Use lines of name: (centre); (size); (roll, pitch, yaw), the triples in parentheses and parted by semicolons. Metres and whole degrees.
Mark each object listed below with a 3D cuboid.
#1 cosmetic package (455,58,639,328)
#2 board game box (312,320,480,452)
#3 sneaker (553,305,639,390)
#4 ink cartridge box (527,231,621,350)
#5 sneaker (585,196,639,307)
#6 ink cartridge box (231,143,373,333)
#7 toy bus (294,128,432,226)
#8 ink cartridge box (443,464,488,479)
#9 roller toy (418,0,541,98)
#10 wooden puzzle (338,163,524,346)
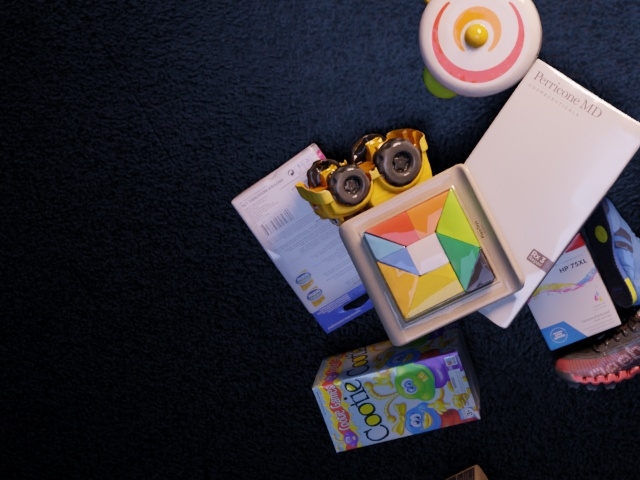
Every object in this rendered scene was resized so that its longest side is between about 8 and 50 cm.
cosmetic package: (0.334, -0.072, 1.407); (0.217, 0.156, 0.385); (34, 102, 14)
board game box: (0.145, 0.273, 1.604); (0.275, 0.142, 0.144); (-17, 103, 15)
sneaker: (0.547, 0.182, 1.528); (0.276, 0.097, 0.135); (-13, 105, 12)
ink cartridge box: (0.420, 0.062, 1.523); (0.134, 0.078, 0.231); (-25, 101, 17)
sneaker: (0.529, 0.011, 1.504); (0.082, 0.069, 0.209); (-23, 94, -17)
ink cartridge box: (0.000, 0.000, 1.588); (0.186, 0.065, 0.311); (-33, 96, 17)
toy bus: (0.095, -0.064, 1.483); (0.220, 0.149, 0.211); (-28, 110, -14)
ink cartridge box: (0.325, 0.582, 1.641); (0.088, 0.193, 0.234); (-30, 99, 17)
roller toy: (0.258, -0.331, 1.383); (0.191, 0.146, 0.209); (4, 103, 15)
wooden puzzle: (0.170, 0.025, 1.359); (0.239, 0.044, 0.221); (-28, 83, 17)
